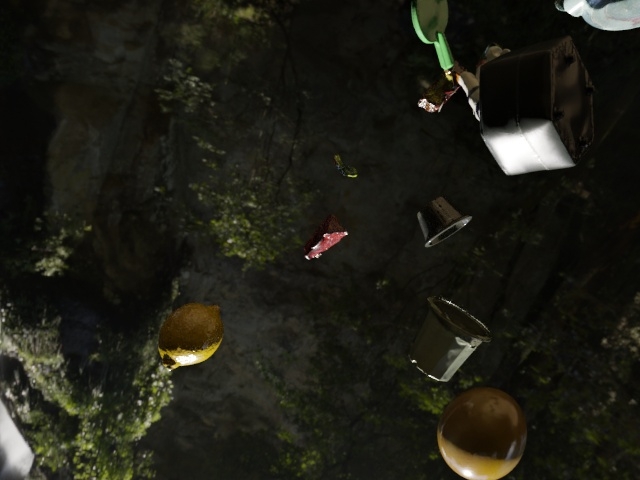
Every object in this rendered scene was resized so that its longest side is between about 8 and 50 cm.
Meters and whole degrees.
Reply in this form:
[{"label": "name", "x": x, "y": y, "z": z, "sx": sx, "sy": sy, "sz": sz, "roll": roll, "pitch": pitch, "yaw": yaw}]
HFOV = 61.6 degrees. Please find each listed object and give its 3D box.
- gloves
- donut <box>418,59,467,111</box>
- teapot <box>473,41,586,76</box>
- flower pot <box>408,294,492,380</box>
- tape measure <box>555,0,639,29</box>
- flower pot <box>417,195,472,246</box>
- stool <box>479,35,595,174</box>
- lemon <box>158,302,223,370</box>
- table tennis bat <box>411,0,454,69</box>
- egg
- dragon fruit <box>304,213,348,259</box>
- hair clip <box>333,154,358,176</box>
[{"label": "gloves", "x": 0.397, "y": -0.335, "z": 1.215, "sx": 0.131, "sy": 0.140, "sz": 0.219, "roll": 55, "pitch": -156, "yaw": -35}, {"label": "donut", "x": 0.498, "y": -0.613, "z": 2.170, "sx": 0.096, "sy": 0.230, "sz": 0.216, "roll": 41, "pitch": -166, "yaw": 2}, {"label": "teapot", "x": 0.671, "y": -0.478, "z": 1.744, "sx": 0.336, "sy": 0.271, "sz": 0.201, "roll": 11, "pitch": -129, "yaw": -4}, {"label": "flower pot", "x": 0.492, "y": 0.393, "z": 2.108, "sx": 0.290, "sy": 0.259, "sz": 0.290, "roll": 25, "pitch": -165, "yaw": -7}, {"label": "tape measure", "x": 0.749, "y": -0.632, "z": 1.289, "sx": 0.274, "sy": 0.256, "sz": 0.147, "roll": 5, "pitch": -103, "yaw": -22}, {"label": "flower pot", "x": 0.510, "y": -0.093, "z": 2.301, "sx": 0.235, "sy": 0.235, "sz": 0.148, "roll": -17, "pitch": -111, "yaw": -48}, {"label": "stool", "x": 0.385, "y": -0.236, "z": 0.950, "sx": 0.232, "sy": 0.232, "sz": 0.141, "roll": -11, "pitch": -175, "yaw": -44}, {"label": "lemon", "x": -0.403, "y": 0.293, "z": 1.672, "sx": 0.186, "sy": 0.187, "sz": 0.244, "roll": 36, "pitch": -107, "yaw": 17}, {"label": "table tennis bat", "x": 0.313, "y": -0.584, "z": 1.460, "sx": 0.039, "sy": 0.257, "sz": 0.160, "roll": 13, "pitch": -125, "yaw": 44}, {"label": "egg", "x": 0.485, "y": 0.575, "z": 1.613, "sx": 0.249, "sy": 0.323, "sz": 0.250, "roll": 6, "pitch": -141, "yaw": -5}, {"label": "dragon fruit", "x": 0.015, "y": 0.010, "z": 2.024, "sx": 0.092, "sy": 0.192, "sz": 0.122, "roll": 36, "pitch": -157, "yaw": -18}, {"label": "hair clip", "x": 0.086, "y": -0.267, "z": 1.949, "sx": 0.188, "sy": 0.033, "sz": 0.060, "roll": 21, "pitch": -134, "yaw": -62}]
